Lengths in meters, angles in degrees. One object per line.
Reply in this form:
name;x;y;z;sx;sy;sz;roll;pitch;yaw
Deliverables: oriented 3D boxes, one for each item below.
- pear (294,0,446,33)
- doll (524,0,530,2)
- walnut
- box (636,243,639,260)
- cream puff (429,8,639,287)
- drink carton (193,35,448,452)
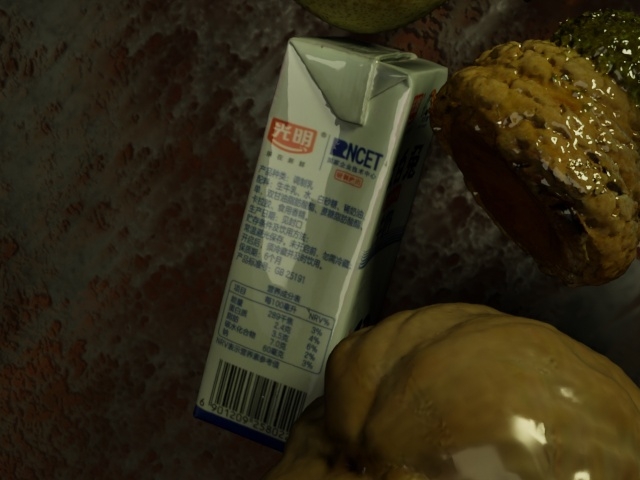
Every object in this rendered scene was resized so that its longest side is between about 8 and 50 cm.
pear;0.035;-0.235;0.777;0.167;0.136;0.167;2;98;15
doll;0.208;-0.239;0.754;0.165;0.057;0.139;-6;113;6
walnut;0.119;0.214;0.749;0.306;0.306;0.344;-39;122;21
box;0.264;0.003;0.812;0.083;0.012;0.046;40;111;6
cream puff;0.194;-0.080;0.756;0.169;0.183;0.183;-38;87;-6
drink carton;0.000;0.000;0.840;0.106;0.130;0.315;19;107;13
